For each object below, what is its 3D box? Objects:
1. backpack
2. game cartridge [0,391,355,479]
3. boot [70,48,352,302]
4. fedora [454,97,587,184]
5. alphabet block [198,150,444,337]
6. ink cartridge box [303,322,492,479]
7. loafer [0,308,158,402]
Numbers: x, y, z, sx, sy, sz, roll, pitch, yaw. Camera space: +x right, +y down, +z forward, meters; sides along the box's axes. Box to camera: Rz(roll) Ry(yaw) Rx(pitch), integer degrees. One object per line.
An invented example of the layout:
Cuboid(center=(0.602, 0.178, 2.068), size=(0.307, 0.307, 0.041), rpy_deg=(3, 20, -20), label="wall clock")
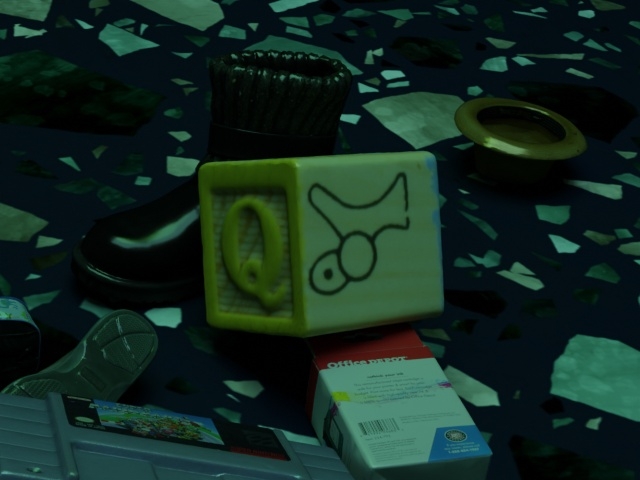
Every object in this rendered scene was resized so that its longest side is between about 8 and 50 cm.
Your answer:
Cuboid(center=(-0.356, 0.105, 1.662), size=(0.114, 0.105, 0.084), rpy_deg=(-4, 35, -28), label="backpack")
Cuboid(center=(-0.131, 0.216, 1.461), size=(0.355, 0.068, 0.230), rpy_deg=(12, 14, -17), label="game cartridge")
Cuboid(center=(-0.129, -0.085, 1.866), size=(0.348, 0.260, 0.131), rpy_deg=(-15, 38, -32), label="boot")
Cuboid(center=(0.270, -0.130, 2.199), size=(0.194, 0.079, 0.194), rpy_deg=(11, 28, -6), label="fedora")
Cuboid(center=(0.000, 0.000, 1.752), size=(0.197, 0.192, 0.193), rpy_deg=(-5, 2, -38), label="alphabet block")
Cuboid(center=(0.070, 0.184, 1.656), size=(0.134, 0.078, 0.231), rpy_deg=(-4, 34, -19), label="ink cartridge box")
Cuboid(center=(-0.265, 0.171, 1.624), size=(0.096, 0.084, 0.267), rpy_deg=(47, 44, 2), label="loafer")
